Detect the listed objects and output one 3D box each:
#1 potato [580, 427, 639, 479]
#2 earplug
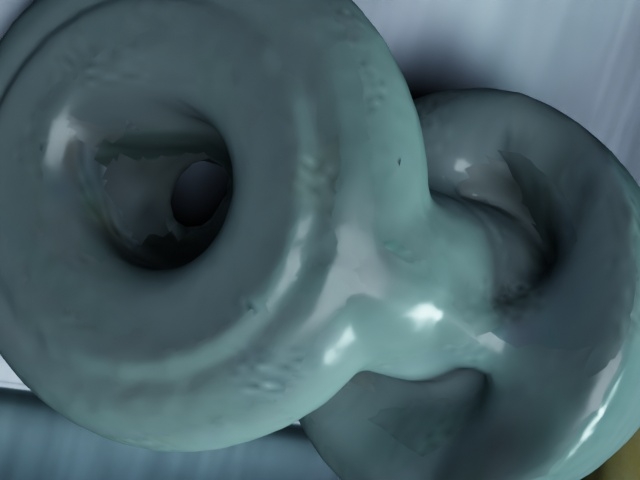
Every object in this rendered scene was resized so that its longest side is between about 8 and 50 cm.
[{"bbox_3d":[0.186,0.109,0.740,0.118,0.109,0.178,1,105,13],"label":"potato"},{"bbox_3d":[0.001,0.002,0.650,0.325,0.175,0.214,22,98,-7],"label":"earplug"}]
